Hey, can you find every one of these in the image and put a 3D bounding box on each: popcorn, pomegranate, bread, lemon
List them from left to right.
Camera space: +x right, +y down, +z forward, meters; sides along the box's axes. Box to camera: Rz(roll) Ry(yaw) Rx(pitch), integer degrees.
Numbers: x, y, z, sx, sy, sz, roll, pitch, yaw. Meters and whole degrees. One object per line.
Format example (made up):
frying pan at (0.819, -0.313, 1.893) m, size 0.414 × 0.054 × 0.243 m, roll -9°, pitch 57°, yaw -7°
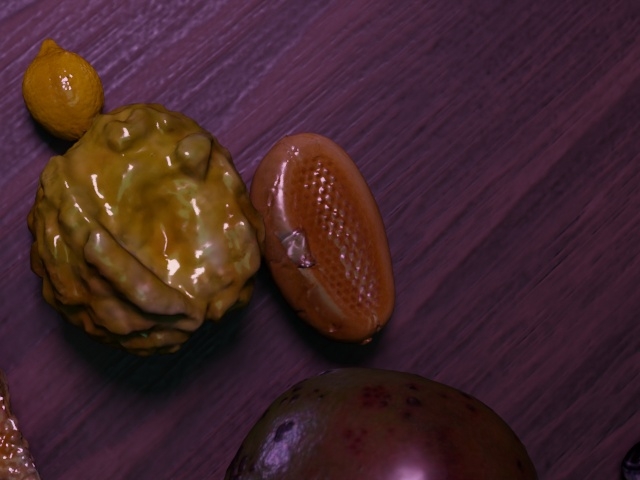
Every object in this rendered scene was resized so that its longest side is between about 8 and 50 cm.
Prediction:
lemon at (-0.213, -0.124, 0.822) m, size 0.065 × 0.065 × 0.092 m, roll -22°, pitch 86°, yaw -12°
popcorn at (-0.142, -0.004, 0.793) m, size 0.197 × 0.155 × 0.198 m, roll 6°, pitch 72°, yaw -20°
bread at (0.000, 0.000, 0.859) m, size 0.114 × 0.077 × 0.189 m, roll -20°, pitch 91°, yaw -32°
pomegranate at (0.057, 0.242, 0.801) m, size 0.290 × 0.323 × 0.291 m, roll -1°, pitch 88°, yaw 20°

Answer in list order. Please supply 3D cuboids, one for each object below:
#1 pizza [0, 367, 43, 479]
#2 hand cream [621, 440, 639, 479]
pizza at (-0.336, 0.179, 0.773) m, size 0.223 × 0.089 × 0.323 m, roll 38°, pitch 83°, yaw -2°
hand cream at (0.344, 0.289, 0.941) m, size 0.086 × 0.055 × 0.235 m, roll -27°, pitch 101°, yaw -9°
